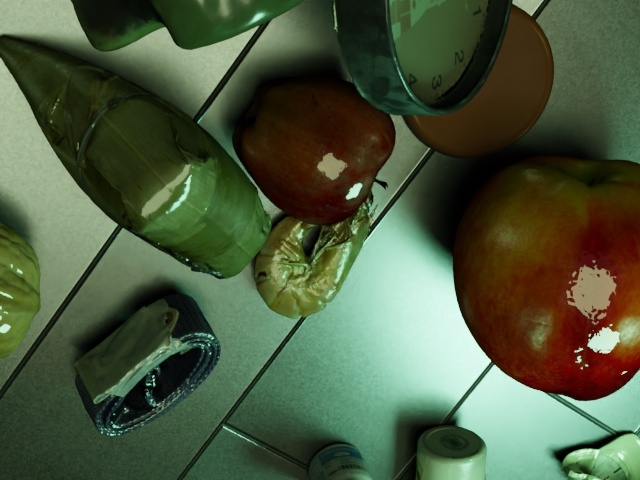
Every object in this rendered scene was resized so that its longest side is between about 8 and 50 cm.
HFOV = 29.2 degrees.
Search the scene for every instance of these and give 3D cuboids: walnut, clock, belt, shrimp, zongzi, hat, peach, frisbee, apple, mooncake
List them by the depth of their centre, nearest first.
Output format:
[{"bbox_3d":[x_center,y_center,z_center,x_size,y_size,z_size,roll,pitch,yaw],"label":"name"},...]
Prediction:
[{"bbox_3d":[-0.152,-0.372,1.527,0.351,0.351,0.187,-23,114,-3],"label":"mooncake"},{"bbox_3d":[0.149,-0.352,1.624,0.386,0.076,0.386,-24,119,-52],"label":"clock"},{"bbox_3d":[-0.513,0.061,1.708,0.261,0.225,0.225,16,109,-25],"label":"walnut"},{"bbox_3d":[-0.004,-0.132,1.735,0.234,0.234,0.234,-5,114,-11],"label":"apple"},{"bbox_3d":[-0.258,-0.118,1.743,0.174,0.393,0.356,-50,153,-3],"label":"zongzi"},{"bbox_3d":[0.374,0.058,1.839,0.388,0.388,0.388,-5,114,-11],"label":"peach"},{"bbox_3d":[0.237,-0.241,1.858,0.251,0.021,0.250,-5,113,-12],"label":"frisbee"},{"bbox_3d":[-0.268,0.182,1.868,0.230,0.126,0.139,-40,140,5],"label":"belt"},{"bbox_3d":[0.000,0.000,1.888,0.145,0.061,0.267,34,104,-14],"label":"shrimp"},{"bbox_3d":[0.514,0.406,2.190,0.166,0.081,0.122,-32,78,-14],"label":"hat"}]

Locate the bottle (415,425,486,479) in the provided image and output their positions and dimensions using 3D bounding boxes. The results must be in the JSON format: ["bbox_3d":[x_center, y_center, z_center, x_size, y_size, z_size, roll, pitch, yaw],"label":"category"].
[{"bbox_3d":[0.217,0.451,2.104,0.120,0.120,0.253,-3,115,-12],"label":"bottle"}]

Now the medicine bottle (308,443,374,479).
[{"bbox_3d":[0.045,0.418,2.019,0.105,0.168,0.105,-5,115,-12],"label":"medicine bottle"}]
